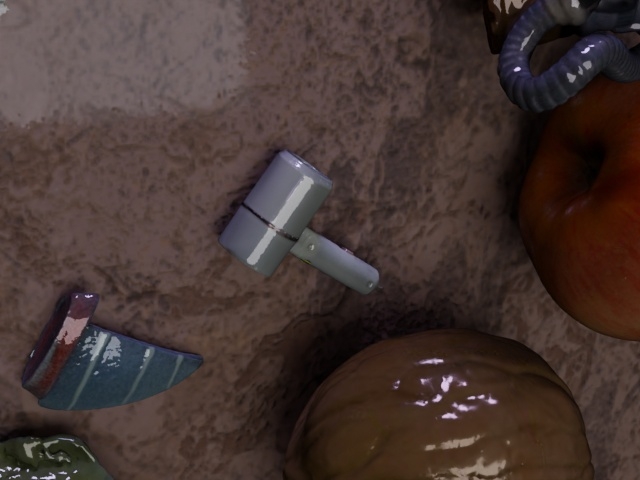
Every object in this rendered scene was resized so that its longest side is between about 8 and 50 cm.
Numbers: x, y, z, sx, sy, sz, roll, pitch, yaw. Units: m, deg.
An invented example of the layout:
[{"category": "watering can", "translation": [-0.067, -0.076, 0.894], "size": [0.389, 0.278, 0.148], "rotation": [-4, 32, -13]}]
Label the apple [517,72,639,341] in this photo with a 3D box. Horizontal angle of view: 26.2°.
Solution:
[{"category": "apple", "translation": [0.235, -0.031, 0.989], "size": [0.164, 0.209, 0.209], "rotation": [12, 106, -33]}]

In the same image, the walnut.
[{"category": "walnut", "translation": [0.083, 0.164, 1.003], "size": [0.228, 0.228, 0.228], "rotation": [-8, 114, -19]}]

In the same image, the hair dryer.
[{"category": "hair dryer", "translation": [0.000, 0.000, 0.995], "size": [0.137, 0.047, 0.082], "rotation": [33, 96, -35]}]

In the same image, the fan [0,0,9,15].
[{"category": "fan", "translation": [-0.352, -0.142, 0.811], "size": [0.329, 0.009, 0.190], "rotation": [-3, 111, -18]}]

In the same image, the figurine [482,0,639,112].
[{"category": "figurine", "translation": [0.289, -0.227, 0.908], "size": [0.382, 0.261, 0.186], "rotation": [-11, 127, 6]}]

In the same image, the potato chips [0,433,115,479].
[{"category": "potato chips", "translation": [-0.275, 0.334, 0.990], "size": [0.389, 0.097, 0.373], "rotation": [-20, 118, -12]}]

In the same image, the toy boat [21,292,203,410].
[{"category": "toy boat", "translation": [-0.143, 0.092, 0.979], "size": [0.122, 0.034, 0.096], "rotation": [23, 106, -29]}]
